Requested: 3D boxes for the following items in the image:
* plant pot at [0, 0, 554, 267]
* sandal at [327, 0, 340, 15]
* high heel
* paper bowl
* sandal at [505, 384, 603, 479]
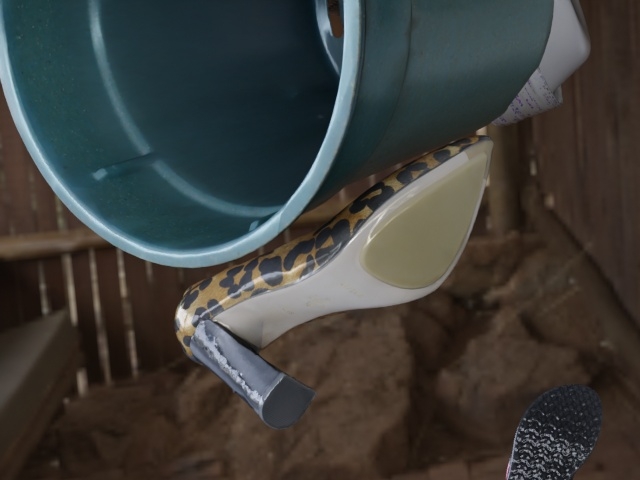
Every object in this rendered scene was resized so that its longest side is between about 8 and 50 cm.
[{"bbox_3d":[-0.011,-0.178,0.960,0.341,0.341,0.334,1,11,38],"label":"plant pot"},{"bbox_3d":[-0.001,-0.323,1.429,0.167,0.107,0.446,21,3,-20],"label":"sandal"},{"bbox_3d":[0.000,0.000,0.945,0.261,0.093,0.186,-48,35,-6],"label":"high heel"},{"bbox_3d":[0.247,-0.300,1.620,0.148,0.284,0.284,-20,1,18],"label":"paper bowl"},{"bbox_3d":[0.192,0.208,1.121,0.067,0.179,0.040,24,-6,10],"label":"sandal"}]
